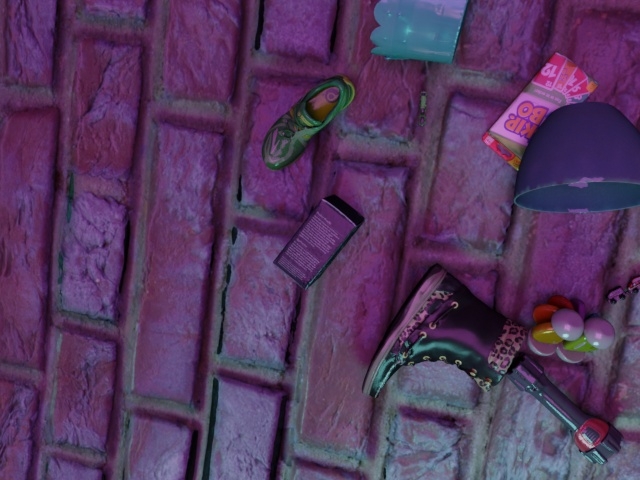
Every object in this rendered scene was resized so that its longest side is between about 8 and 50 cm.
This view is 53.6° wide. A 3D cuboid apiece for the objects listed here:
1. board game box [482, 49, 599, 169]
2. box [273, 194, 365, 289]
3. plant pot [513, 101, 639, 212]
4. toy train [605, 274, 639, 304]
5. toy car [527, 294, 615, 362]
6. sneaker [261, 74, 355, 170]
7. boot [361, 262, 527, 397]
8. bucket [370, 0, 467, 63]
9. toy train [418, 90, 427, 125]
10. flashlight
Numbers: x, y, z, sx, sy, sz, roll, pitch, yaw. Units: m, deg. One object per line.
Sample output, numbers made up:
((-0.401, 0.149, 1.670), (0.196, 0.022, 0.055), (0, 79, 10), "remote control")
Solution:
((0.506, -0.298, 1.473), (0.124, 0.039, 0.259), (40, 107, 4), "board game box")
((0.000, 0.000, 1.561), (0.108, 0.153, 0.207), (39, 103, 5), "box")
((0.566, -0.183, 1.368), (0.290, 0.290, 0.196), (0, 80, 12), "plant pot")
((0.744, 0.101, 1.485), (0.158, 0.027, 0.036), (-31, 80, 15), "toy train")
((0.580, 0.197, 1.482), (0.181, 0.159, 0.136), (15, 57, -10), "toy car")
((-0.045, -0.293, 1.542), (0.109, 0.123, 0.295), (45, 105, 2), "sneaker")
((0.296, 0.280, 1.553), (0.284, 0.138, 0.377), (31, 98, 6), "boot")
((0.231, -0.524, 1.380), (0.183, 0.281, 0.281), (17, 101, 8), "bucket")
((0.246, -0.319, 1.528), (0.017, 0.023, 0.083), (3, 99, 11), "toy train")
((0.580, 0.399, 1.531), (0.304, 0.103, 0.103), (43, 138, 7), "flashlight")
